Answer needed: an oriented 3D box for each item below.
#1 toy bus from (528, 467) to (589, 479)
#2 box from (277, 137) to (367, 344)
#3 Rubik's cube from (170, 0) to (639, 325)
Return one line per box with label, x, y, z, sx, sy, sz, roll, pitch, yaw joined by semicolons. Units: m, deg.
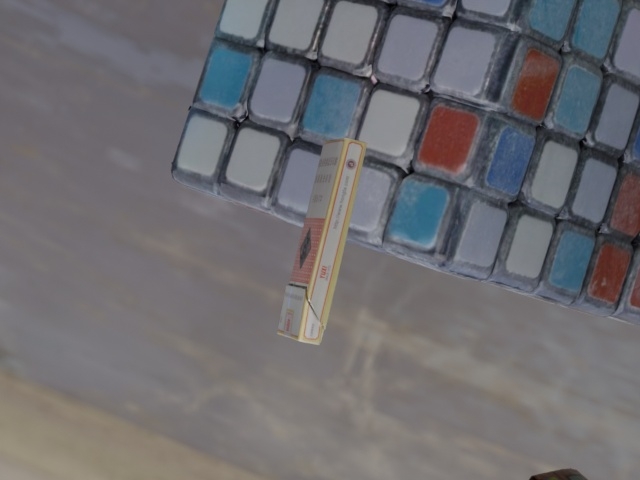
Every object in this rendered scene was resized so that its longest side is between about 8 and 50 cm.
toy bus;0.116;0.366;1.681;0.093;0.409;0.092;45;-152;25
box;0.000;0.000;0.809;0.012;0.083;0.046;15;178;-13
Rubik's cube;0.110;-0.121;1.505;0.293;0.292;0.287;15;179;41
